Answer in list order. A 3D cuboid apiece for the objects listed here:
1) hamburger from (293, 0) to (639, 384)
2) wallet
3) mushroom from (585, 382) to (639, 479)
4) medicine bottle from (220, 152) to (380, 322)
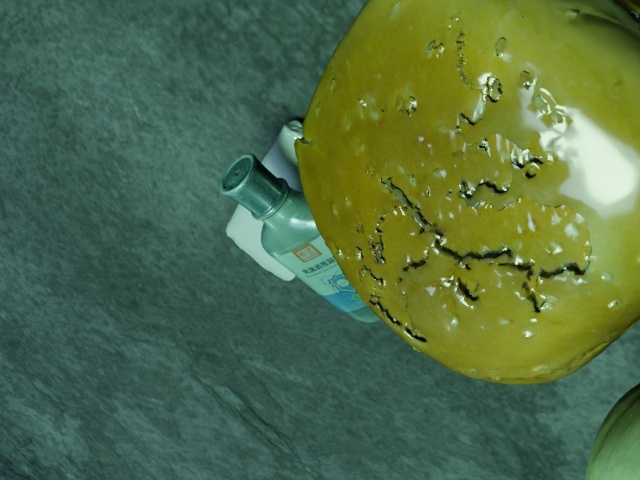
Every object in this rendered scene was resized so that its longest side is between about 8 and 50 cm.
[{"bbox_3d":[0.127,-0.053,0.717,0.284,0.174,0.304,45,135,11],"label":"hamburger"},{"bbox_3d":[-0.026,-0.031,0.958,0.095,0.033,0.190,38,140,3],"label":"wallet"},{"bbox_3d":[0.350,0.190,0.667,0.352,0.260,0.352,24,180,0],"label":"mushroom"},{"bbox_3d":[0.000,0.000,0.899,0.090,0.054,0.208,-24,131,37],"label":"medicine bottle"}]
